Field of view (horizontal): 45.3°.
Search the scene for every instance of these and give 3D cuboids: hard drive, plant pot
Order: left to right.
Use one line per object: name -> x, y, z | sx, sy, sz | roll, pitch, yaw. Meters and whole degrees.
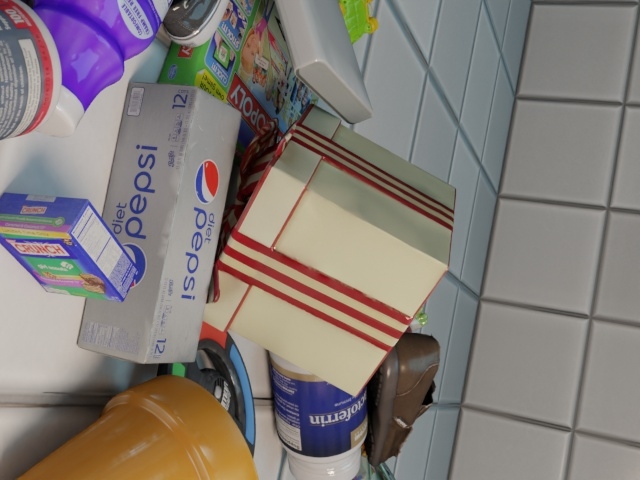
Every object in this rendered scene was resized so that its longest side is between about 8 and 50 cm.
plant pot -> -0.195, 0.259, 0.748 | 0.188, 0.205, 0.205 | -18, 115, -48
hard drive -> -0.019, -0.317, 0.961 | 0.203, 0.040, 0.308 | 24, 49, -67

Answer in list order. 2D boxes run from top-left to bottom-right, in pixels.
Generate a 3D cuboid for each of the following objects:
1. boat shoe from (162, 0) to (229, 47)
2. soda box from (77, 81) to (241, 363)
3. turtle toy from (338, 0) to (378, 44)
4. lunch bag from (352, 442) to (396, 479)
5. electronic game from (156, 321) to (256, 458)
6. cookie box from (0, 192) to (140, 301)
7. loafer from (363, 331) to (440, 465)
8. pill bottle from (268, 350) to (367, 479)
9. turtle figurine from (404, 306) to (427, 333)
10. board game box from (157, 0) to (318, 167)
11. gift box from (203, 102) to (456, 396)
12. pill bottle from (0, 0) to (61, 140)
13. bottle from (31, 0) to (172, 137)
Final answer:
boat shoe -> -0.126, -0.328, 0.840 | 0.229, 0.080, 0.076 | -69, 157, -11
soda box -> -0.168, -0.017, 0.818 | 0.098, 0.091, 0.286 | 18, 81, -66
turtle toy -> 0.036, -0.370, 1.216 | 0.095, 0.066, 0.130 | -34, 131, -30
lunch bag -> 0.073, 0.507, 1.513 | 0.223, 0.160, 0.262 | 60, 33, -52
electronic game -> -0.135, 0.204, 0.951 | 0.229, 0.048, 0.229 | -14, 90, -73
cookie box -> -0.228, 0.007, 0.683 | 0.107, 0.091, 0.040 | 68, 34, -50
loafer -> 0.138, 0.279, 1.310 | 0.366, 0.130, 0.134 | 95, -15, -54
pill bottle -> 0.000, 0.263, 1.248 | 0.153, 0.153, 0.265 | -48, 141, -53
turtle figurine -> 0.124, 0.159, 1.454 | 0.266, 0.197, 0.275 | -46, 143, -56
board game box -> -0.086, -0.215, 1.008 | 0.317, 0.046, 0.214 | 47, 54, -63
gift box -> 0.000, 0.000, 0.920 | 0.255, 0.258, 0.276 | -60, -178, 24
pill bottle -> -0.273, -0.108, 0.509 | 0.180, 0.108, 0.108 | -38, 132, -60
bottle -> -0.192, -0.225, 0.683 | 0.118, 0.092, 0.283 | 63, 41, -57
